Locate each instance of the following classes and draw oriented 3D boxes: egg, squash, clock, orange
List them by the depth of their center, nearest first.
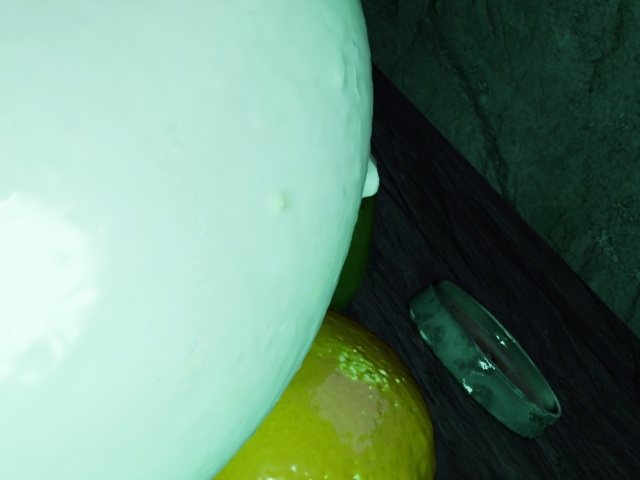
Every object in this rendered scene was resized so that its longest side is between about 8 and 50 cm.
[{"bbox_3d":[-0.131,-0.049,0.839,0.354,0.340,0.354,43,11,-11],"label":"egg"},{"bbox_3d":[-0.014,0.125,1.085,0.179,0.158,0.237,41,14,-17],"label":"orange"},{"bbox_3d":[0.000,0.000,1.612,0.101,0.101,0.379,44,21,-10],"label":"squash"},{"bbox_3d":[0.196,0.137,1.993,0.226,0.049,0.226,44,11,-11],"label":"clock"}]
